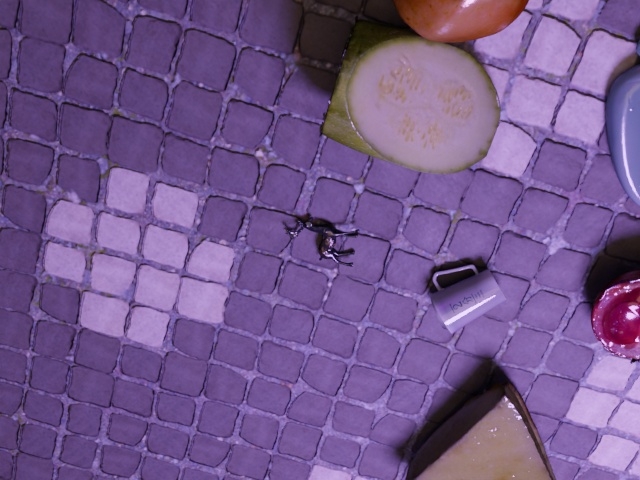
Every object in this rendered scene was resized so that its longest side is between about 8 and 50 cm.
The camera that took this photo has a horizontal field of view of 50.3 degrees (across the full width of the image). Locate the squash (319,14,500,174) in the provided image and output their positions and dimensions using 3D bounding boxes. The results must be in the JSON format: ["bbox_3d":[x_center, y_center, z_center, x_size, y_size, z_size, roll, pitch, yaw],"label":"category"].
[{"bbox_3d":[0.144,-0.193,0.972,0.261,0.189,0.189,19,113,-1],"label":"squash"}]

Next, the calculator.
[{"bbox_3d":[0.533,-0.179,1.035,0.186,0.041,0.298,-12,114,8],"label":"calculator"}]

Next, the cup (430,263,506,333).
[{"bbox_3d":[0.242,0.089,1.160,0.116,0.074,0.104,-31,80,11],"label":"cup"}]

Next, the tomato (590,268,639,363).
[{"bbox_3d":[0.547,0.114,1.127,0.189,0.099,0.173,10,122,14],"label":"tomato"}]

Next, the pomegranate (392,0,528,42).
[{"bbox_3d":[0.186,-0.366,0.889,0.209,0.209,0.209,1,114,3],"label":"pomegranate"}]

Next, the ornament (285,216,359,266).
[{"bbox_3d":[0.000,0.000,1.150,0.125,0.028,0.073,10,113,-3],"label":"ornament"}]

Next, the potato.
[{"bbox_3d":[0.275,0.395,1.265,0.255,0.112,0.269,-23,107,16],"label":"potato"}]
